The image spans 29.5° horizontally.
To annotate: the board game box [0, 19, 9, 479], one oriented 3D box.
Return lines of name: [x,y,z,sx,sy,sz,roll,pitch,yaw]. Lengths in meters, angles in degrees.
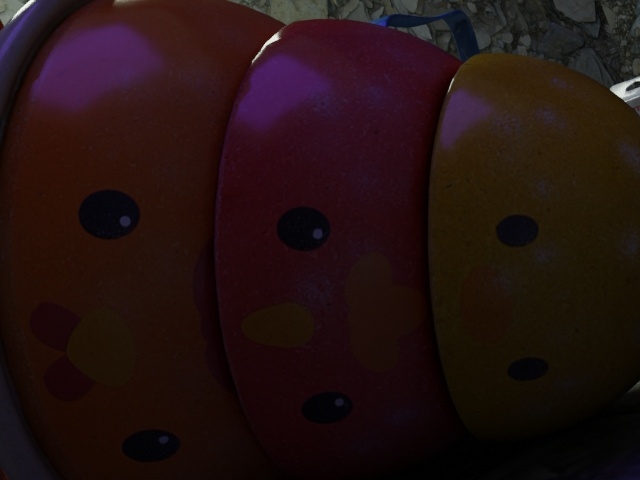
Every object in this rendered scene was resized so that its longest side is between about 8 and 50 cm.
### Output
board game box: [-0.385,0.082,0.928,0.356,0.356,0.356,-19,13,47]

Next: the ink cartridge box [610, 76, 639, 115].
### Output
ink cartridge box: [0.383,-0.120,1.418,0.090,0.143,0.092,-24,3,-38]

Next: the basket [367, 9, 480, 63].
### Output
basket: [0.136,-0.088,1.215,0.201,0.288,0.255,-10,6,29]

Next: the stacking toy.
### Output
stacking toy: [0.073,-0.003,0.667,0.480,0.350,0.351,-4,10,24]
